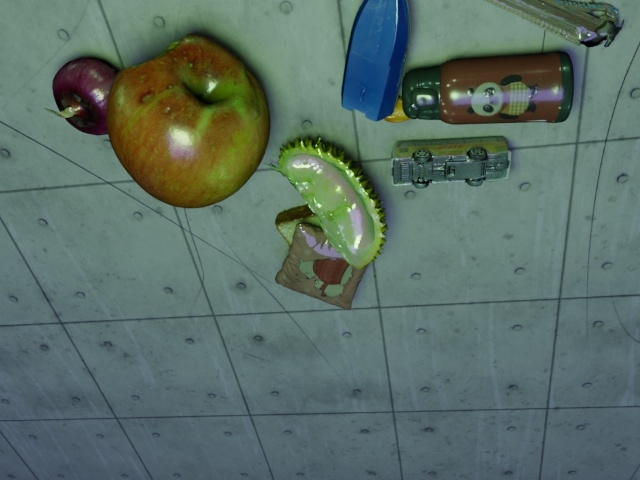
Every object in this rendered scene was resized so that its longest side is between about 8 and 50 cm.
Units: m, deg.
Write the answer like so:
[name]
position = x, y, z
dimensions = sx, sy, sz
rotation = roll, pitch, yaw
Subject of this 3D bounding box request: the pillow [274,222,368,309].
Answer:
[pillow]
position = 0.014, 0.067, 1.632
dimensions = 0.223, 0.084, 0.236
rotation = 16, 130, -8

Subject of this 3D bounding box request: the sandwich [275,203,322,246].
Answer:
[sandwich]
position = 0.000, 0.000, 1.677
dimensions = 0.186, 0.065, 0.214
rotation = -17, 125, 18

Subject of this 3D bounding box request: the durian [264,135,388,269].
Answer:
[durian]
position = 0.039, -0.099, 1.493
dimensions = 0.169, 0.158, 0.352
rotation = -38, 96, 0

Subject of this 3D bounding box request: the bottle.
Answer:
[bottle]
position = 0.339, -0.309, 1.338
dimensions = 0.336, 0.144, 0.144
rotation = -1, 129, 10

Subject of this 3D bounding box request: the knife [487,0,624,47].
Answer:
[knife]
position = 0.417, -0.470, 1.261
dimensions = 0.365, 0.043, 0.089
rotation = 19, 96, -7

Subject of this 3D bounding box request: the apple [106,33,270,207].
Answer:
[apple]
position = -0.276, -0.238, 1.343
dimensions = 0.340, 0.339, 0.339
rotation = 3, 130, 4

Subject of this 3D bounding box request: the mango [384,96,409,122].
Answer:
[mango]
position = 0.174, -0.291, 1.428
dimensions = 0.089, 0.046, 0.060
rotation = -3, 129, 6

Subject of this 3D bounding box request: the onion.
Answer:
[onion]
position = -0.502, -0.314, 1.416
dimensions = 0.177, 0.153, 0.177
rotation = -3, 134, -3

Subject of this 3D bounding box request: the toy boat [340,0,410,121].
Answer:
[toy boat]
position = 0.120, -0.393, 1.302
dimensions = 0.129, 0.088, 0.295
rotation = 26, 139, 16

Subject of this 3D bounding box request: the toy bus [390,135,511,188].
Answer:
[toy bus]
position = 0.293, -0.182, 1.468
dimensions = 0.268, 0.106, 0.092
rotation = -3, 129, 5
